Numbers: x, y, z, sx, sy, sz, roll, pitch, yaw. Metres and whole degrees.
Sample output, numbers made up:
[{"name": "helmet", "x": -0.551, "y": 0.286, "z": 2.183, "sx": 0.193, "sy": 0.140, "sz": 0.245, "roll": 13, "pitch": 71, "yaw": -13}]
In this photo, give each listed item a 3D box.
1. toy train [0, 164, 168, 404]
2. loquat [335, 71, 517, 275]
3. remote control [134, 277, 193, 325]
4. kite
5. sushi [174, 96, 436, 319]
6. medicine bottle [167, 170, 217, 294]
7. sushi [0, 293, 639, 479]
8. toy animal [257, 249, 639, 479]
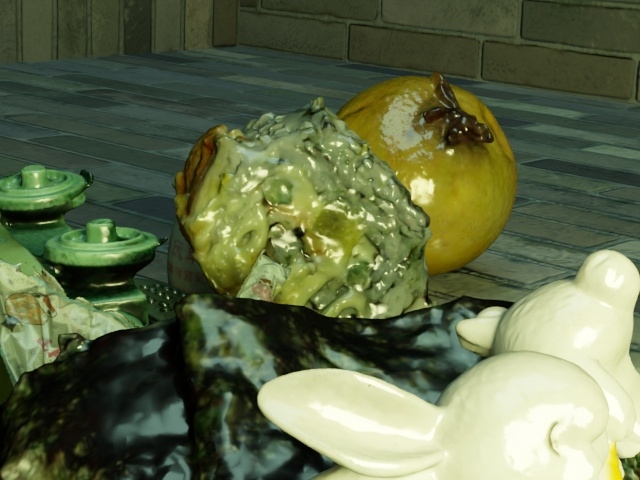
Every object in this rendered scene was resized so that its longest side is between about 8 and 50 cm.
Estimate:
[{"name": "toy train", "x": -0.276, "y": 0.047, "z": 1.191, "sx": 0.253, "sy": 0.160, "sz": 0.397, "roll": -10, "pitch": 18, "yaw": -22}, {"name": "loquat", "x": 0.103, "y": -0.073, "z": 1.567, "sx": 0.244, "sy": 0.243, "sz": 0.244, "roll": 2, "pitch": 14, "yaw": -1}, {"name": "remote control", "x": -0.132, "y": 0.074, "z": 1.320, "sx": 0.072, "sy": 0.042, "sz": 0.222, "roll": -9, "pitch": 19, "yaw": -37}, {"name": "kite", "x": -0.080, "y": 0.115, "z": 0.986, "sx": 0.406, "sy": 0.014, "sz": 0.368, "roll": 26, "pitch": 36, "yaw": 0}, {"name": "sushi", "x": 0.000, "y": 0.000, "z": 1.280, "sx": 0.274, "sy": 0.184, "sz": 0.139, "roll": 46, "pitch": 5, "yaw": -19}, {"name": "medicine bottle", "x": -0.077, "y": 0.002, "z": 1.416, "sx": 0.147, "sy": 0.143, "sz": 0.147, "roll": 2, "pitch": 15, "yaw": 0}, {"name": "sushi", "x": 0.003, "y": 0.143, "z": 0.723, "sx": 0.350, "sy": 0.211, "sz": 0.170, "roll": 0, "pitch": 39, "yaw": -11}, {"name": "toy animal", "x": 0.068, "y": 0.091, "z": 0.603, "sx": 0.127, "sy": 0.131, "sz": 0.182, "roll": 10, "pitch": 28, "yaw": 33}]
